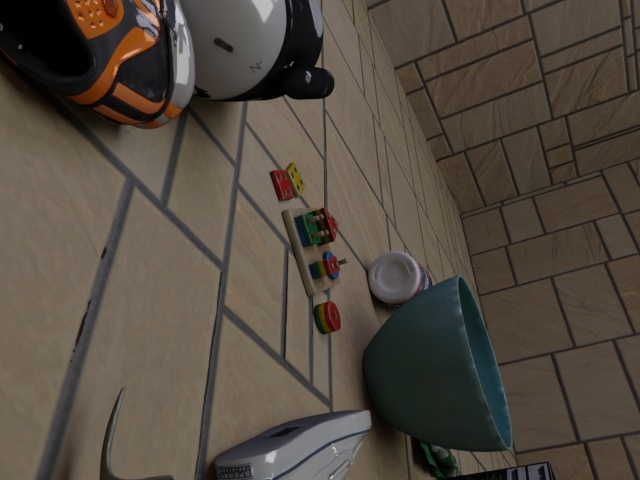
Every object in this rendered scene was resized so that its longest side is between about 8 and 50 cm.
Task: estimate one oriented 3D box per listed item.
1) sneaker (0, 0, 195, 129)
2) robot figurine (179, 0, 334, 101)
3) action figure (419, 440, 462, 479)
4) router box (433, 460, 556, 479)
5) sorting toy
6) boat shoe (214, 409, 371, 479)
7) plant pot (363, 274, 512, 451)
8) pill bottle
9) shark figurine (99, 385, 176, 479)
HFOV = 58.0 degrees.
[{"bbox_3d":[-0.200,-0.261,0.470,0.180,0.124,0.321,6,67,-70],"label":"sneaker"},{"bbox_3d":[-0.097,-0.248,0.678,0.278,0.209,0.174,-44,131,-70],"label":"robot figurine"},{"bbox_3d":[0.249,0.435,1.186,0.137,0.063,0.232,-92,159,-46],"label":"action figure"},{"bbox_3d":[0.318,0.551,0.988,0.081,0.243,0.309,-44,115,-69],"label":"router box"},{"bbox_3d":[0.000,0.000,0.904,0.132,0.046,0.275,-11,83,-71],"label":"sorting toy"},{"bbox_3d":[-0.017,0.236,0.602,0.258,0.095,0.084,5,72,-58],"label":"boat shoe"},{"bbox_3d":[0.188,0.224,0.992,0.290,0.195,0.290,-18,90,-71],"label":"plant pot"},{"bbox_3d":[0.178,0.094,1.217,0.180,0.108,0.108,33,43,-62],"label":"pill bottle"},{"bbox_3d":[-0.089,0.250,0.409,0.278,0.166,0.116,47,0,-15],"label":"shark figurine"}]
